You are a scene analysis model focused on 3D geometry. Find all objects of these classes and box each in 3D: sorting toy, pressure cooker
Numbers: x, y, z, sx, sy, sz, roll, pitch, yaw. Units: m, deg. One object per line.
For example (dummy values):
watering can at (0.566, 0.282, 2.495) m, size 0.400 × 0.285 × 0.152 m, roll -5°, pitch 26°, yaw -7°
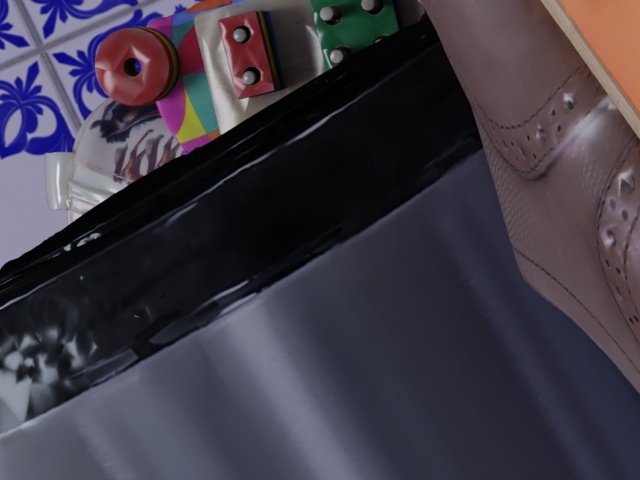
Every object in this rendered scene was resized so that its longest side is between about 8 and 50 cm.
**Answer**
sorting toy at (0.010, -0.081, 0.912) m, size 0.046 × 0.275 × 0.132 m, roll -34°, pitch -69°, yaw -77°
pressure cooker at (0.039, 0.144, 0.716) m, size 0.420 × 0.376 × 0.370 m, roll 60°, pitch -176°, yaw -8°

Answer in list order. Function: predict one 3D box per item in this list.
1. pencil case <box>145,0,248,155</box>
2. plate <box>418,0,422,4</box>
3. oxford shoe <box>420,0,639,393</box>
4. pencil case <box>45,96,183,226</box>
pencil case at (0.006, -0.125, 0.993) m, size 0.104 × 0.236 × 0.104 m, roll -19°, pitch -90°, yaw -80°
plate at (0.066, -0.149, 0.744) m, size 0.188 × 0.024 × 0.188 m, roll 43°, pitch 157°, yaw 24°
oxford shoe at (0.065, -0.064, 0.424) m, size 0.363 × 0.130 × 0.132 m, roll -113°, pitch 25°, yaw -45°
pencil case at (0.000, 0.000, 1.069) m, size 0.410 × 0.159 × 0.183 m, roll 17°, pitch -176°, yaw 40°
